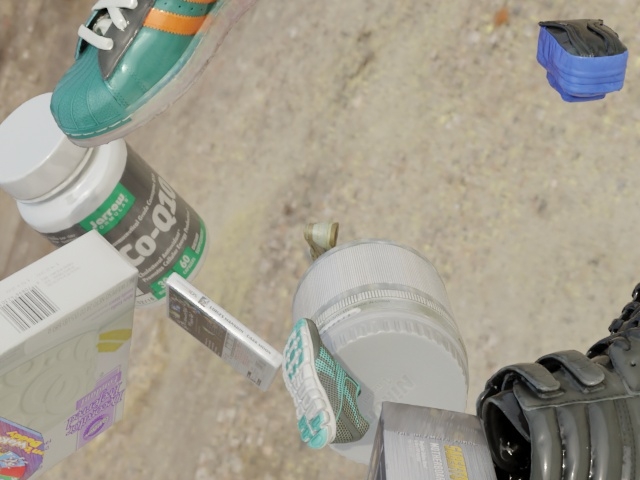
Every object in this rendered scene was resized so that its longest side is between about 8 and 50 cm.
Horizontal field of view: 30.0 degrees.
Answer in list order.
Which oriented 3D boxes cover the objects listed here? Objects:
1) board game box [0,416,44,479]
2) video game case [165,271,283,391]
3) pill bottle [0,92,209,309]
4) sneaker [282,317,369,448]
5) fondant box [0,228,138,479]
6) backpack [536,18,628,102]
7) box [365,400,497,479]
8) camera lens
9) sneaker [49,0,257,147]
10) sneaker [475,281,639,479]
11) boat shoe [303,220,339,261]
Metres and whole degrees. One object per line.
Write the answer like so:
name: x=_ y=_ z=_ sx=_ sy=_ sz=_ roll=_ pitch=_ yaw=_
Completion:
board game box: x=-0.262 y=0.147 z=0.764 sx=0.133 sy=0.168 sz=0.033 roll=-30 pitch=48 yaw=26
video game case: x=-0.125 y=0.121 z=1.527 sx=0.022 sy=0.173 sz=0.190 roll=-52 pitch=-4 yaw=-17
pill bottle: x=-0.355 y=-0.060 z=1.921 sx=0.204 sy=0.361 sz=0.204 roll=-19 pitch=48 yaw=23
sneaker: x=0.007 y=0.159 z=1.318 sx=0.065 sy=0.076 sz=0.166 roll=-55 pitch=37 yaw=40
fondant box: x=-0.362 y=0.171 z=1.541 sx=0.096 sy=0.238 sz=0.330 roll=40 pitch=141 yaw=21
backpack: x=0.346 y=-0.229 z=1.552 sx=0.120 sy=0.098 sz=0.101 roll=-115 pitch=17 yaw=-59
box: x=0.035 y=0.217 z=0.555 sx=0.183 sy=0.056 sz=0.231 roll=-84 pitch=5 yaw=-74
camera lens: x=0.075 y=0.138 z=1.578 sx=0.219 sy=0.219 sz=0.274 roll=-62 pitch=14 yaw=20
sneaker: x=-0.117 y=-0.211 z=0.923 sx=0.302 sy=0.121 sz=0.108 roll=-49 pitch=40 yaw=-5
sneaker: x=0.172 y=0.062 z=0.663 sx=0.104 sy=0.147 sz=0.296 roll=126 pitch=161 yaw=-66
boat shoe: x=0.000 y=0.002 z=1.718 sx=0.153 sy=0.048 sz=0.056 roll=90 pitch=-173 yaw=-82
